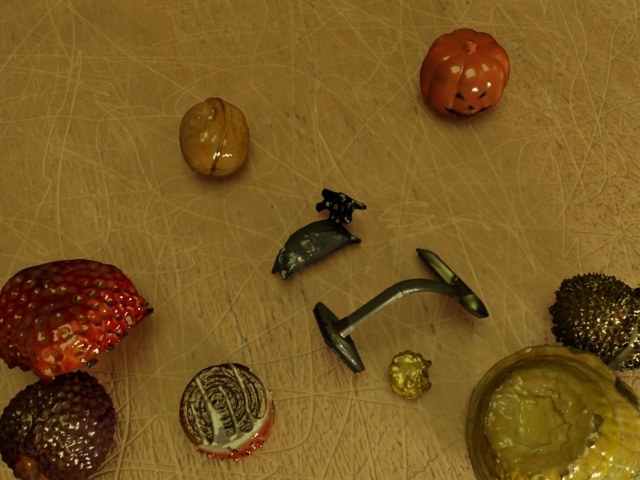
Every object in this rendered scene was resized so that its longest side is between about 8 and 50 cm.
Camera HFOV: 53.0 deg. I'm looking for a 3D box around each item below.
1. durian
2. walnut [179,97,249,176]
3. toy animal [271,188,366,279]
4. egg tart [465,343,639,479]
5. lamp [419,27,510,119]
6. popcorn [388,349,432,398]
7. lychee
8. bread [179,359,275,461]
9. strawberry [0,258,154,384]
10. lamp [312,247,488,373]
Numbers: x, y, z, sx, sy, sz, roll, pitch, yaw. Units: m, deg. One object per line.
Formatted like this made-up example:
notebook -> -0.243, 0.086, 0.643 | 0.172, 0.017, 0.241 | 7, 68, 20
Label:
durian -> 0.487, 0.124, 1.066 | 0.196, 0.196, 0.167 | 0, 55, 2
walnut -> -0.215, -0.211, 1.310 | 0.144, 0.144, 0.180 | -13, 59, -5
toy animal -> -0.001, 0.004, 1.231 | 0.117, 0.121, 0.210 | 42, 85, -25
egg tart -> 0.347, 0.285, 0.974 | 0.290, 0.115, 0.290 | -17, 52, 23
lamp -> 0.305, -0.358, 1.354 | 0.187, 0.164, 0.188 | -2, 60, 3
popcorn -> 0.155, 0.229, 1.102 | 0.083, 0.057, 0.082 | -26, 57, -8
lychee -> -0.406, 0.292, 1.016 | 0.188, 0.188, 0.188 | -1, 62, 1
bread -> -0.154, 0.285, 1.072 | 0.160, 0.073, 0.161 | 0, 61, 1
strawberry -> -0.442, 0.115, 1.060 | 0.253, 0.280, 0.150 | -11, 104, 11
lamp -> 0.123, 0.096, 1.136 | 0.283, 0.125, 0.203 | -24, 33, -5
